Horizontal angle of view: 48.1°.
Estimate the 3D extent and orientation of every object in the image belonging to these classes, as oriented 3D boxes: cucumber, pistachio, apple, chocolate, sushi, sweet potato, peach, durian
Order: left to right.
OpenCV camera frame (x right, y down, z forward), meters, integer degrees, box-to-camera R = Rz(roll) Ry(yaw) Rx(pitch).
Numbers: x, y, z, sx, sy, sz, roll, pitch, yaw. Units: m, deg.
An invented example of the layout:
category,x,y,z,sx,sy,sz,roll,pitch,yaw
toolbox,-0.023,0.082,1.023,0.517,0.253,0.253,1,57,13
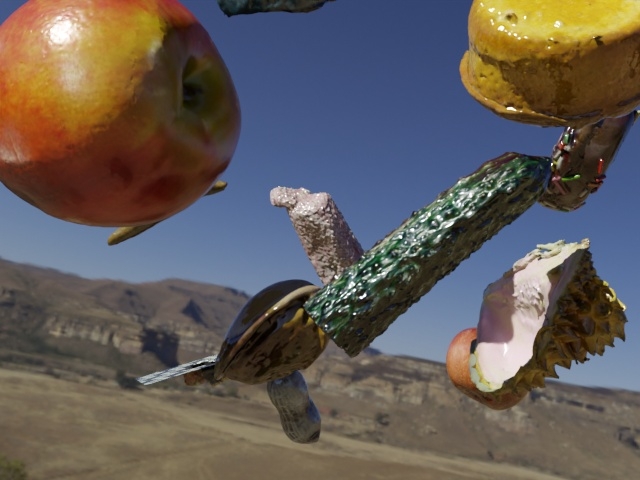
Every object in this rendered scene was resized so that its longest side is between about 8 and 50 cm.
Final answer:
category,x,y,z,sx,sy,sz,roll,pitch,yaw
peach,-0.316,-0.188,1.044,0.389,0.387,0.388,12,-10,2
sweet potato,-0.288,-0.061,1.291,0.250,0.059,0.069,-31,-16,3
sushi,-0.276,0.303,1.617,0.264,0.050,0.290,-14,-3,-18
pistachio,-0.070,0.143,1.049,0.210,0.130,0.165,-35,-21,8
chocolate,-0.045,0.290,1.249,0.072,0.072,0.166,5,-51,36
cucumber,0.144,0.000,0.884,0.096,0.359,0.096,51,-2,2
apple,0.383,0.295,1.637,0.201,0.162,0.201,21,-16,6
durian,0.307,0.149,1.065,0.185,0.195,0.305,42,-28,-8

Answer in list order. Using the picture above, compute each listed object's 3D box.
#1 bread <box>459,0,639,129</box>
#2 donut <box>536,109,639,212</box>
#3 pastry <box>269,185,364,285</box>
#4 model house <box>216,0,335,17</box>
category,x,y,z,sx,sy,sz,roll,pitch,yaw
bread,0.369,-0.288,1.148,0.340,0.179,0.194,18,-43,26
donut,0.583,-0.188,1.617,0.136,0.259,0.345,26,-5,12
pastry,0.008,-0.008,1.403,0.112,0.265,0.103,-31,10,29
model house,-0.050,-0.471,0.959,0.185,0.253,0.291,5,-55,23
